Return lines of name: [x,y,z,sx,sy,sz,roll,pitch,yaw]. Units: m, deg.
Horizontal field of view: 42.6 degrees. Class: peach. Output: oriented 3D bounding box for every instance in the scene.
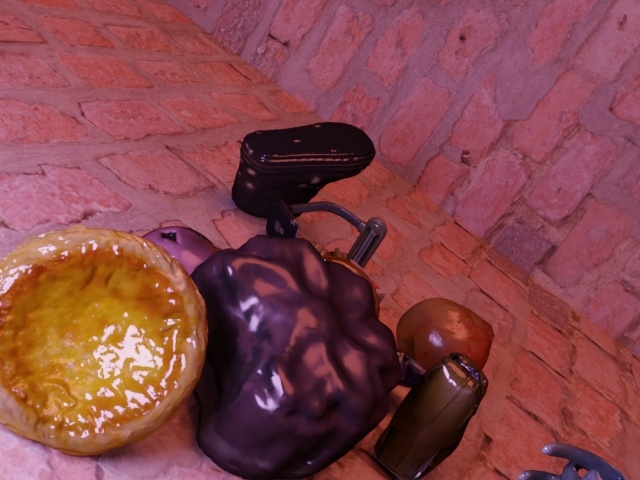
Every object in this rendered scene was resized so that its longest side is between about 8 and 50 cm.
peach: [0.296,0.227,1.888,0.232,0.233,0.232,30,20,-12]

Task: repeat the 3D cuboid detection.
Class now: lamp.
lamp: [0.000,-0.004,2.084,0.283,0.203,0.125,2,39,-22]

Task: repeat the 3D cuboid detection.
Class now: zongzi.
zongzi: [0.244,0.309,1.549,0.123,0.260,0.289,39,22,22]

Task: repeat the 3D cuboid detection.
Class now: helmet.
helmet: [-0.258,0.047,1.510,0.198,0.154,0.253,29,25,-14]

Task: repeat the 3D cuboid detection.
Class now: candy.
candy: [0.130,0.251,1.684,0.275,0.070,0.145,24,-9,8]

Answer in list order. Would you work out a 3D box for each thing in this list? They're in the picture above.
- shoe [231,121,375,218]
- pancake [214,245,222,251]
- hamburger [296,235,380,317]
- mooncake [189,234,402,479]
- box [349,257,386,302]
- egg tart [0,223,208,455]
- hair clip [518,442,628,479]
shoe: [-0.046,-0.172,2.130,0.383,0.237,0.171,-11,50,-32]
pancake: [-0.141,0.067,1.730,0.266,0.057,0.244,46,35,19]
hamburger: [-0.015,0.131,1.563,0.146,0.243,0.286,156,-90,-86]
mooncake: [-0.046,0.172,1.323,0.350,0.212,0.381,-2,56,-46]
box: [0.031,0.110,1.927,0.135,0.079,0.269,46,22,27]
egg tart: [-0.314,0.131,1.107,0.318,0.319,0.128,29,-12,-17]
hair clip: [0.381,0.497,1.262,0.392,0.318,0.238,13,26,-43]
